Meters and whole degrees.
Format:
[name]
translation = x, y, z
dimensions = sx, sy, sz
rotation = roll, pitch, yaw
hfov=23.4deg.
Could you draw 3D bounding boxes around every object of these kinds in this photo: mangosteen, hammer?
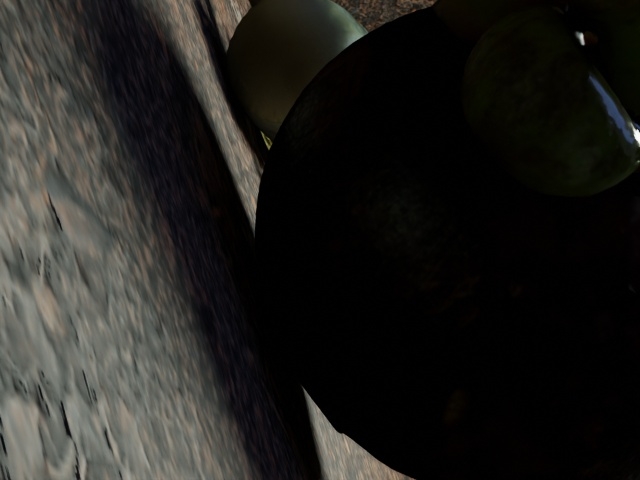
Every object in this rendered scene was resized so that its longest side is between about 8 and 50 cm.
[mangosteen]
translation = 0.129, -0.017, 0.865
dimensions = 0.359, 0.306, 0.306
rotation = -56, -148, 33
[hammer]
translation = -0.035, -0.196, 1.209
dimensions = 0.305, 0.113, 0.202
rotation = 65, 7, 21

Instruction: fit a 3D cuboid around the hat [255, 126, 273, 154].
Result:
[hat]
translation = -0.023, -0.095, 1.311
dimensions = 0.146, 0.067, 0.146
rotation = 18, 61, -38
